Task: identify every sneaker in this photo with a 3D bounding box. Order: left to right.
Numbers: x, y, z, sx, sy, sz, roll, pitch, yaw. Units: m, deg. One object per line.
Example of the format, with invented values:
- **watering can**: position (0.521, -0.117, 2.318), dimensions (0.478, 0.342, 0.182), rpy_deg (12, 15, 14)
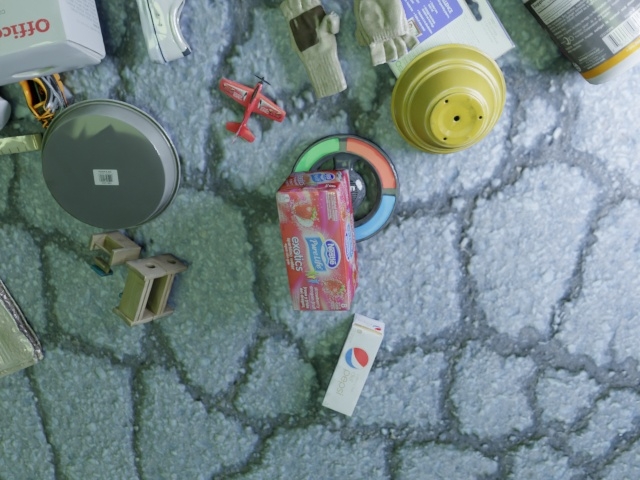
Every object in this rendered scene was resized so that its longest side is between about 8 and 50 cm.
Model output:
- **sneaker**: position (-0.567, -0.264, 1.265), dimensions (0.084, 0.083, 0.215), rpy_deg (-24, 103, 14)
- **sneaker**: position (-0.311, -0.479, 1.160), dimensions (0.091, 0.094, 0.258), rpy_deg (-11, 110, -6)

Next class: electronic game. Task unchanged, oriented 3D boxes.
- **electronic game**: position (0.047, -0.103, 1.225), dimensions (0.229, 0.048, 0.230), rpy_deg (3, 107, 10)

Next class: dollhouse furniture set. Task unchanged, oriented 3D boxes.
- **dollhouse furniture set**: position (-0.417, 0.077, 1.339), dimensions (0.183, 0.128, 0.130), rpy_deg (32, 112, 25)

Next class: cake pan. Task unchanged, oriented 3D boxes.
- **cake pan**: position (-0.446, -0.147, 1.259), dimensions (0.292, 0.054, 0.294), rpy_deg (-1, 117, -2)

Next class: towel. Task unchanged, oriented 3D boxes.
- **towel**: position (-0.822, 0.207, 1.474), dimensions (0.187, 0.049, 0.282), rpy_deg (-24, 101, 15)

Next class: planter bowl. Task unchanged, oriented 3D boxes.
- **planter bowl**: position (0.241, -0.238, 1.093), dimensions (0.216, 0.090, 0.217), rpy_deg (0, 124, 0)

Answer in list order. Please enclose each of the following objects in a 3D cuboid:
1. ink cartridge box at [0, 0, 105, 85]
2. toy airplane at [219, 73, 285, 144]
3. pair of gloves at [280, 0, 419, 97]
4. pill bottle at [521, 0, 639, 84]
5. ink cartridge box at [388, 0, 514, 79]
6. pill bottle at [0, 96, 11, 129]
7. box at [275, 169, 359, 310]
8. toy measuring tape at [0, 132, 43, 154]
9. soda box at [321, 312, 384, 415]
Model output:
- **ink cartridge box**: position (-0.593, -0.509, 1.106), dimensions (0.278, 0.160, 0.385), rpy_deg (-11, 95, 6)
- **toy airplane**: position (-0.145, -0.263, 1.219), dimensions (0.151, 0.028, 0.151), rpy_deg (3, 107, 10)
- **pair of gloves**: position (0.045, -0.397, 1.106), dimensions (0.240, 0.042, 0.204), rpy_deg (-20, 101, 35)
- **pill bottle**: position (0.440, -0.415, 1.001), dimensions (0.162, 0.162, 0.278), rpy_deg (-40, 96, 18)
- **ink cartridge box**: position (0.215, -0.384, 1.110), dimensions (0.208, 0.045, 0.206), rpy_deg (-31, 100, 19)
- **pill bottle**: position (-0.775, -0.313, 1.266), dimensions (0.214, 0.117, 0.117), rpy_deg (31, 110, 0)
- **box**: position (0.000, 0.000, 1.184), dimensions (0.122, 0.128, 0.257), rpy_deg (-1, 114, 14)
- **toy measuring tape**: position (-0.780, -0.198, 1.331), dimensions (0.329, 0.121, 0.122), rpy_deg (-12, 106, -10)
- **soda box**: position (0.073, 0.275, 1.328), dimensions (0.073, 0.069, 0.216), rpy_deg (20, 109, 3)
